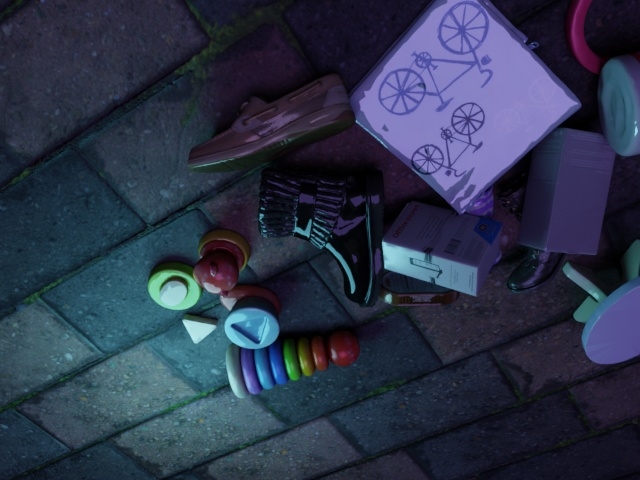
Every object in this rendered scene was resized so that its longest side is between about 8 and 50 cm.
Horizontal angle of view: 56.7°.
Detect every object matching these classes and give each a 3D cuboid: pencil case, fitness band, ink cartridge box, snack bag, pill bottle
[{"bbox_3d":[0.345,-0.037,1.281,0.088,0.086,0.206,-33,128,-19],"label":"pencil case"},{"bbox_3d":[0.586,-0.398,1.050,0.290,0.054,0.209,-3,128,3],"label":"fitness band"},{"bbox_3d":[0.249,0.011,1.215,0.203,0.148,0.086,17,137,28],"label":"ink cartridge box"},{"bbox_3d":[0.266,-0.260,1.115,0.342,0.037,0.323,40,115,-10],"label":"snack bag"},{"bbox_3d":[0.666,-0.258,1.014,0.318,0.176,0.176,-10,124,7],"label":"pill bottle"}]

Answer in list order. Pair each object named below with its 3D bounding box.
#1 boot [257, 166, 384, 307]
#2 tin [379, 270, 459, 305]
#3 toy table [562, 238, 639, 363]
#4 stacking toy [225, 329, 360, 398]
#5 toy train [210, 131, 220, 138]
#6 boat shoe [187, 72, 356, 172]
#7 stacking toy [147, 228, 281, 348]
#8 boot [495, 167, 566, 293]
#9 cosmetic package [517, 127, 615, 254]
[{"bbox_3d":[0.000,-0.003,1.275,0.260,0.131,0.348,-3,120,-1],"label":"boot"},{"bbox_3d":[0.226,0.106,1.368,0.189,0.106,0.040,-1,117,0],"label":"tin"},{"bbox_3d":[0.691,0.136,1.353,0.252,0.161,0.274,28,121,-19],"label":"toy table"},{"bbox_3d":[-0.064,0.295,1.498,0.330,0.141,0.141,-13,124,1],"label":"stacking toy"},{"bbox_3d":[-0.188,-0.189,1.214,0.023,0.017,0.083,-43,115,14],"label":"toy train"},{"bbox_3d":[-0.105,-0.220,1.147,0.341,0.121,0.110,-18,86,9],"label":"boat shoe"},{"bbox_3d":[-0.253,0.156,1.387,0.279,0.130,0.309,-21,122,14],"label":"stacking toy"},{"bbox_3d":[0.452,-0.033,1.279,0.229,0.091,0.263,40,100,-24],"label":"boot"},{"bbox_3d":[0.482,-0.096,1.163,0.127,0.107,0.238,7,100,-17],"label":"cosmetic package"}]
